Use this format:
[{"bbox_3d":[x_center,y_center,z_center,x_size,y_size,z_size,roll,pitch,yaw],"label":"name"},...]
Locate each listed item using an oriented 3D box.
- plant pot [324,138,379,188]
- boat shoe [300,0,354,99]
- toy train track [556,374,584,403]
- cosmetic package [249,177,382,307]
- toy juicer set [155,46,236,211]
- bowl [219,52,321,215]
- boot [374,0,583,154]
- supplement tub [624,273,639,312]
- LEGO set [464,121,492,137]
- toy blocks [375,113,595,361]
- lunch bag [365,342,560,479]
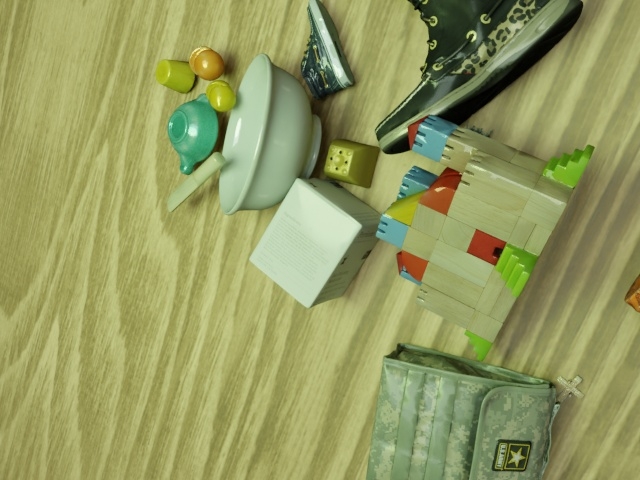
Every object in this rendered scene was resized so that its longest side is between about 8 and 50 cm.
[{"bbox_3d":[0.050,-0.145,1.112,0.082,0.083,0.081,17,100,23],"label":"plant pot"},{"bbox_3d":[-0.007,-0.362,1.136,0.083,0.065,0.183,-21,85,24],"label":"boat shoe"},{"bbox_3d":[0.406,0.260,1.004,0.048,0.014,0.083,39,109,19],"label":"toy train track"},{"bbox_3d":[0.000,0.000,1.107,0.151,0.151,0.183,38,109,18],"label":"cosmetic package"},{"bbox_3d":[-0.237,-0.235,1.232,0.209,0.090,0.328,-11,82,39],"label":"toy juicer set"},{"bbox_3d":[-0.086,-0.181,1.116,0.298,0.134,0.297,-169,90,-68],"label":"bowl"},{"bbox_3d":[0.193,-0.351,1.000,0.377,0.138,0.284,-38,78,19],"label":"boot"},{"bbox_3d":[0.598,0.116,0.804,0.316,0.194,0.193,38,108,20],"label":"supplement tub"},{"bbox_3d":[0.257,-0.175,1.044,0.083,0.023,0.054,-39,77,22],"label":"LEGO set"},{"bbox_3d":[0.216,-0.019,0.957,0.261,0.191,0.381,27,131,17],"label":"toy blocks"},{"bbox_3d":[0.239,0.325,1.009,0.287,0.169,0.235,10,94,17],"label":"lunch bag"}]
